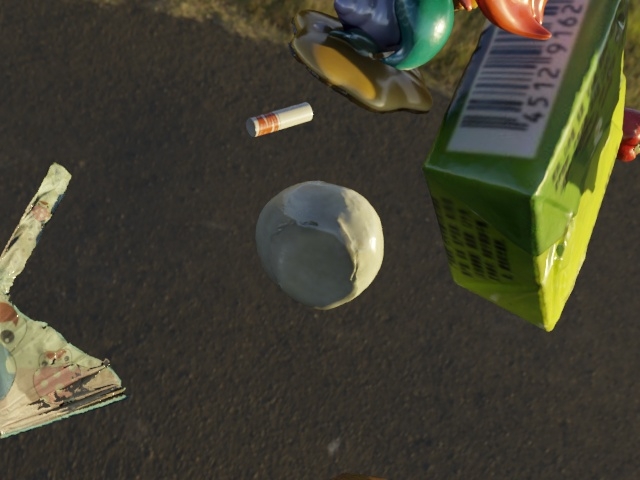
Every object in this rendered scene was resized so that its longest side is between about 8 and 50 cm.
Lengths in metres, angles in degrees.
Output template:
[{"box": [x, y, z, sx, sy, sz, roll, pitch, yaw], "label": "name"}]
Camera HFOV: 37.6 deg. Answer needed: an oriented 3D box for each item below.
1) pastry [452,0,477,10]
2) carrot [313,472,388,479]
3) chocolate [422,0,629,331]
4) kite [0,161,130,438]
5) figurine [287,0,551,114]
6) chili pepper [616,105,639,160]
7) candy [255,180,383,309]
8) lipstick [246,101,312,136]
[{"box": [0.137, -0.550, 1.526, 0.337, 0.405, 0.293, 2, 70, 30], "label": "pastry"}, {"box": [0.020, 0.386, 1.273, 0.139, 0.139, 0.302, 45, 7, 20], "label": "carrot"}, {"box": [0.232, -0.101, 1.018, 0.137, 0.289, 0.301, 16, 65, 25], "label": "chocolate"}, {"box": [-0.302, 0.065, 0.842, 0.335, 0.011, 0.314, 42, 61, -30], "label": "kite"}, {"box": [0.108, -0.244, 0.835, 0.180, 0.257, 0.208, 25, 34, -14], "label": "figurine"}, {"box": [0.494, -0.175, 1.529, 0.192, 0.084, 0.086, 37, 79, 23], "label": "chili pepper"}, {"box": [0.000, 0.000, 1.928, 0.295, 0.296, 0.185, 30, 37, 4], "label": "candy"}, {"box": [-0.080, -0.235, 1.826, 0.130, 0.038, 0.038, -21, 59, -28], "label": "lipstick"}]
